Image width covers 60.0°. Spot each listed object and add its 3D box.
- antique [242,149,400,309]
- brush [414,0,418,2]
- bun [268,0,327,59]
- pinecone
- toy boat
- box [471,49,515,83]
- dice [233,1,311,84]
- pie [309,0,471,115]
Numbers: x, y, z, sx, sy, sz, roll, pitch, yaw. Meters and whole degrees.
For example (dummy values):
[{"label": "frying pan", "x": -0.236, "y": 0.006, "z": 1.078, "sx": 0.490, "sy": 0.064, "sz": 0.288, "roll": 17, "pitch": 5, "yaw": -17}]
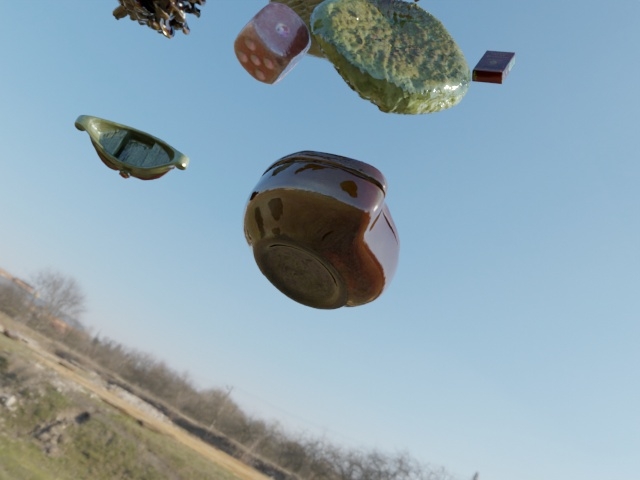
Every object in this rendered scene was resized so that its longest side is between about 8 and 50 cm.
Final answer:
[{"label": "antique", "x": 0.000, "y": 0.000, "z": 0.744, "sx": 0.223, "sy": 0.129, "sz": 0.278, "roll": 29, "pitch": -30, "yaw": -1}, {"label": "brush", "x": 0.279, "y": -0.573, "z": 1.225, "sx": 0.169, "sy": 0.043, "sz": 0.014, "roll": -19, "pitch": -56, "yaw": 38}, {"label": "bun", "x": 0.025, "y": -0.562, "z": 1.335, "sx": 0.281, "sy": 0.282, "sz": 0.205, "roll": 26, "pitch": 14, "yaw": 11}, {"label": "pinecone", "x": -0.340, "y": -0.563, "z": 1.160, "sx": 0.243, "sy": 0.243, "sz": 0.257, "roll": 34, "pitch": -58, "yaw": -10}, {"label": "toy boat", "x": -0.299, "y": -0.143, "z": 0.885, "sx": 0.185, "sy": 0.089, "sz": 0.071, "roll": 21, "pitch": -28, "yaw": -4}, {"label": "box", "x": 0.295, "y": -0.295, "z": 0.940, "sx": 0.051, "sy": 0.082, "sz": 0.023, "roll": 14, "pitch": -44, "yaw": 27}, {"label": "dice", "x": -0.077, "y": -0.315, "z": 0.892, "sx": 0.094, "sy": 0.093, "sz": 0.091, "roll": 46, "pitch": -26, "yaw": -11}, {"label": "pie", "x": 0.109, "y": -0.297, "z": 0.880, "sx": 0.277, "sy": 0.277, "sz": 0.079, "roll": 29, "pitch": -41, "yaw": 2}]
